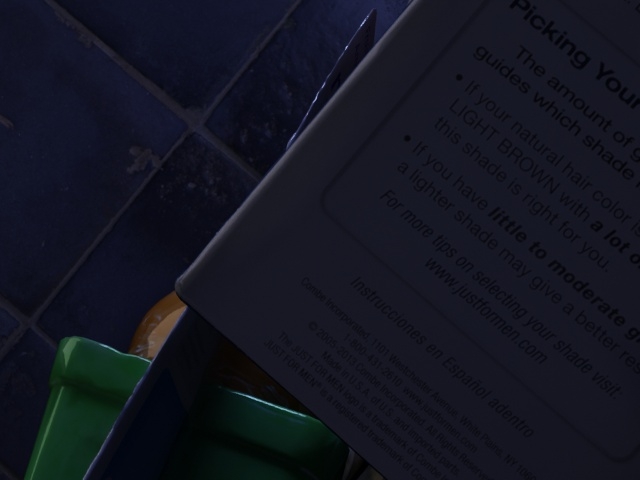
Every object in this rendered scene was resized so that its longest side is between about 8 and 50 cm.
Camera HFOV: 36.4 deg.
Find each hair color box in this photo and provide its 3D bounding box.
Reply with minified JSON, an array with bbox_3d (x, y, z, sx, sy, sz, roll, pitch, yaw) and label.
[{"bbox_3d":[0.128,-0.060,0.356,0.347,0.174,0.105,-49,-4,5],"label":"hair color box"}]

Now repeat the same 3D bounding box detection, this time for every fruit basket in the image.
[{"bbox_3d":[-0.026,0.093,0.584,0.353,0.165,0.327,-56,-19,-35],"label":"fruit basket"}]

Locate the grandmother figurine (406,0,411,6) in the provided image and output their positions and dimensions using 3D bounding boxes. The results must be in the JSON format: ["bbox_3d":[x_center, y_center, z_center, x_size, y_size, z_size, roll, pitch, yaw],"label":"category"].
[{"bbox_3d":[0.119,-0.141,0.564,0.207,0.104,0.342,-18,-27,-33],"label":"grandmother figurine"}]

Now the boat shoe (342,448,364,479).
[{"bbox_3d":[-0.052,0.264,1.015,0.285,0.092,0.103,-51,-3,29],"label":"boat shoe"}]
